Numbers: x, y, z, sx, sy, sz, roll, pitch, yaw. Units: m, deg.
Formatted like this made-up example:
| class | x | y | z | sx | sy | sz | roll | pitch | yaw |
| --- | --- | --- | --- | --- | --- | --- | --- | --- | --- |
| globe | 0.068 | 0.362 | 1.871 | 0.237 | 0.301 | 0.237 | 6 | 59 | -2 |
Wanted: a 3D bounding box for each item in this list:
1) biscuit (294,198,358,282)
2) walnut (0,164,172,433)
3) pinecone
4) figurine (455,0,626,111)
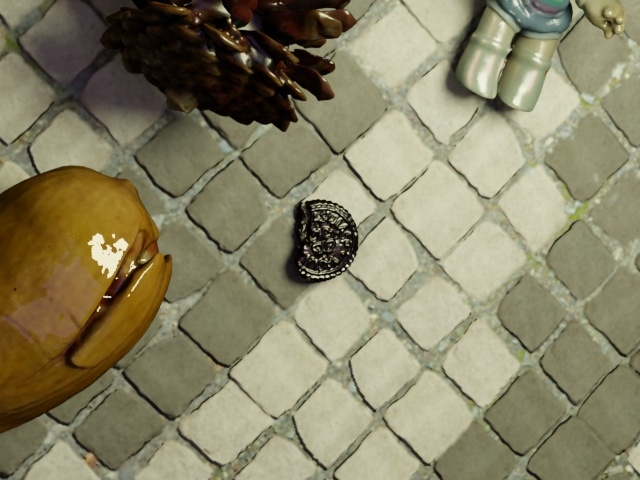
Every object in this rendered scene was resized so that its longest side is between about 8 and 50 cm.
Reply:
| class | x | y | z | sx | sy | sz | roll | pitch | yaw |
| --- | --- | --- | --- | --- | --- | --- | --- | --- | --- |
| biscuit | 0.000 | 0.000 | 1.920 | 0.087 | 0.027 | 0.089 | -44 | 108 | -8 |
| walnut | -0.295 | 0.073 | 1.745 | 0.336 | 0.209 | 0.209 | -43 | 107 | -10 |
| pinecone | -0.087 | -0.246 | 1.750 | 0.264 | 0.264 | 0.264 | -3 | 99 | -17 |
| figurine | 0.251 | -0.332 | 1.885 | 0.224 | 0.205 | 0.382 | 35 | 107 | -22 |
